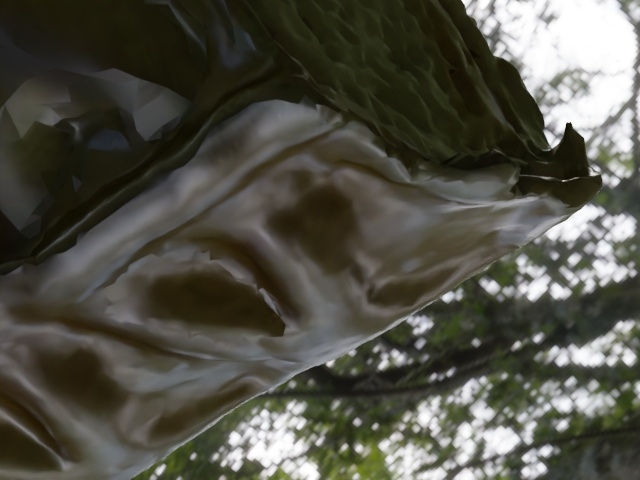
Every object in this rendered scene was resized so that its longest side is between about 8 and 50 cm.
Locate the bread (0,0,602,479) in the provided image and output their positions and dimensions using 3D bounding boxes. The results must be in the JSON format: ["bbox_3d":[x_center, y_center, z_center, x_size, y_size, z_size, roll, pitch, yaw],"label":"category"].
[{"bbox_3d":[-0.073,-0.036,0.518,0.238,0.252,0.196,53,-150,6],"label":"bread"}]
